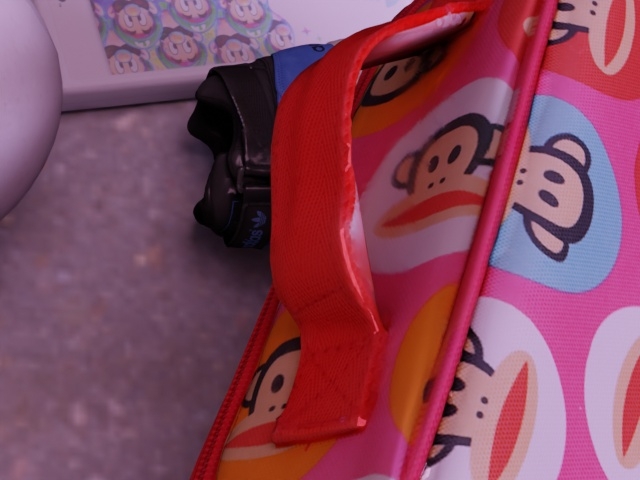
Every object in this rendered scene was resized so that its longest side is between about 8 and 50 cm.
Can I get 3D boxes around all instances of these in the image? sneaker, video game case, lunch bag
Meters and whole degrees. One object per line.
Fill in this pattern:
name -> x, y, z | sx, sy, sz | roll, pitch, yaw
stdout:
sneaker -> 0.000, 0.000, 0.588 | 0.084, 0.058, 0.152 | -12, 72, -20
video game case -> -0.047, -0.123, 0.663 | 0.157, 0.019, 0.143 | -8, 65, -24
lunch bag -> 0.080, 0.044, 0.491 | 0.258, 0.120, 0.293 | 42, 49, -23

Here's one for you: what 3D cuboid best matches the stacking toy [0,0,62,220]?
stacking toy -> -0.278, -0.043, 0.413 | 0.480, 0.350, 0.350 | -9, 64, -42
